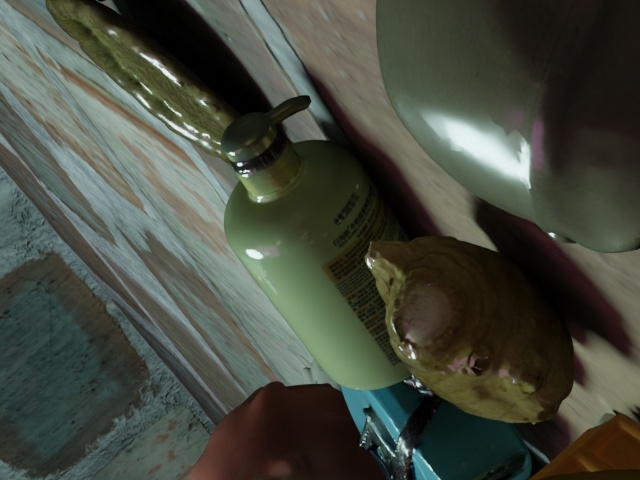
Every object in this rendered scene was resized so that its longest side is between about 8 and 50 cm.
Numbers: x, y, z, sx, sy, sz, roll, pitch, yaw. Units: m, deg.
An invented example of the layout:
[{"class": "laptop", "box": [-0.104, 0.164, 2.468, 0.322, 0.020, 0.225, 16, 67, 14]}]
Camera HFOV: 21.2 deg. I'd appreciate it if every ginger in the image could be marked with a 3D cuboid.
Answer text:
[{"class": "ginger", "box": [0.083, 0.050, 0.772, 0.096, 0.067, 0.165, 40, 180, 36]}]

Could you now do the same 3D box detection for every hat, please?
[{"class": "hat", "box": [0.025, -0.081, 0.419, 0.175, 0.085, 0.147, 44, 173, -17]}]

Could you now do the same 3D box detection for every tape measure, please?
[{"class": "tape measure", "box": [0.066, 0.108, 0.993, 0.125, 0.081, 0.146, 54, 166, 24]}]

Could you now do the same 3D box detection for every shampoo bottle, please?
[{"class": "shampoo bottle", "box": [0.000, 0.000, 0.863, 0.079, 0.079, 0.162, 33, 163, 54]}]

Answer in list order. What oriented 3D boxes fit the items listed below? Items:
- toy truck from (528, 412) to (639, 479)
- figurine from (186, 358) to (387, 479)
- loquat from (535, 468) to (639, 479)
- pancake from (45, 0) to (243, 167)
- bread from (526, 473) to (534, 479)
[{"class": "toy truck", "box": [0.178, 0.204, 0.835, 0.270, 0.114, 0.135, 55, 172, -27]}, {"class": "figurine", "box": [0.000, 0.177, 1.172, 0.166, 0.207, 0.387, 23, 175, 6]}, {"class": "loquat", "box": [0.120, 0.244, 0.558, 0.328, 0.328, 0.359, 51, -159, -19]}, {"class": "pancake", "box": [-0.084, -0.084, 0.999, 0.199, 0.021, 0.199, 39, 175, 4]}, {"class": "bread", "box": [0.164, 0.228, 1.152, 0.301, 0.045, 0.301, 48, 169, 12]}]
